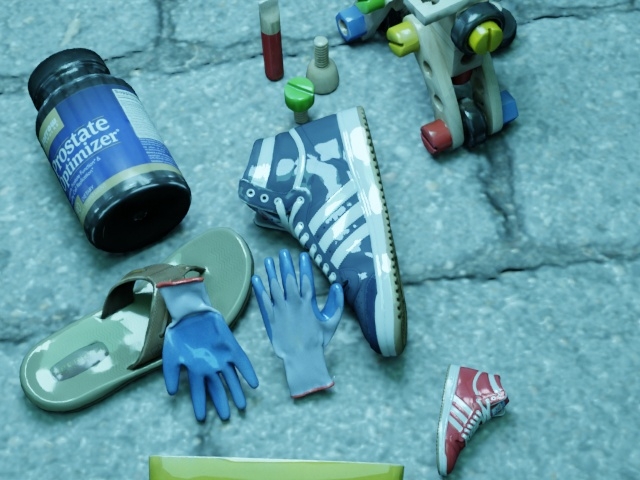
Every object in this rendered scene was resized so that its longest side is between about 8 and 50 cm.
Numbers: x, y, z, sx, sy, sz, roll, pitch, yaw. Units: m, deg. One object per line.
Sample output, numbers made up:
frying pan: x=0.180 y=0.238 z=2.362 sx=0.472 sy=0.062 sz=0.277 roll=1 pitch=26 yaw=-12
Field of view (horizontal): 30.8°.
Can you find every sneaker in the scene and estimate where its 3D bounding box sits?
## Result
sneaker: x=0.152 y=0.181 z=1.161 sx=0.067 sy=0.042 sz=0.118 roll=7 pitch=60 yaw=10
sneaker: x=0.000 y=0.000 z=1.236 sx=0.153 sy=0.099 sz=0.282 roll=-12 pitch=67 yaw=4

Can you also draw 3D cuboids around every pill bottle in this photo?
pill bottle: x=-0.240 y=-0.104 z=1.285 sx=0.122 sy=0.123 sz=0.219 roll=-27 pitch=64 yaw=-12

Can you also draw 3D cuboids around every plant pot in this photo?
plant pot: x=-0.037 y=0.295 z=1.026 sx=0.212 sy=0.212 sz=0.187 roll=2 pitch=75 yaw=3

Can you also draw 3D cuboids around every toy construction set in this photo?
toy construction set: x=0.084 y=-0.252 z=1.288 sx=0.308 sy=0.237 sz=0.257 roll=-5 pitch=61 yaw=0

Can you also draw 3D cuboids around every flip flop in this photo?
flip flop: x=-0.189 y=0.078 z=1.208 sx=0.277 sy=0.080 sz=0.112 roll=-30 pitch=65 yaw=-13

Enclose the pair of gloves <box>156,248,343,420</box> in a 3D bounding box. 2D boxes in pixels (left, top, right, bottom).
pair of gloves: x=-0.068 y=0.096 z=1.171 sx=0.198 sy=0.023 sz=0.159 roll=-13 pitch=105 yaw=2
